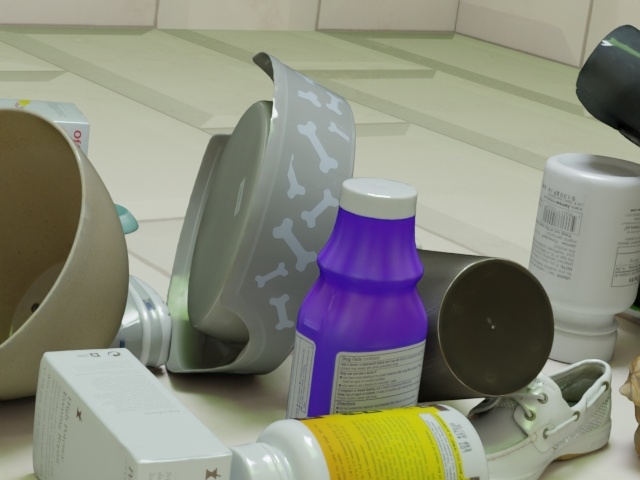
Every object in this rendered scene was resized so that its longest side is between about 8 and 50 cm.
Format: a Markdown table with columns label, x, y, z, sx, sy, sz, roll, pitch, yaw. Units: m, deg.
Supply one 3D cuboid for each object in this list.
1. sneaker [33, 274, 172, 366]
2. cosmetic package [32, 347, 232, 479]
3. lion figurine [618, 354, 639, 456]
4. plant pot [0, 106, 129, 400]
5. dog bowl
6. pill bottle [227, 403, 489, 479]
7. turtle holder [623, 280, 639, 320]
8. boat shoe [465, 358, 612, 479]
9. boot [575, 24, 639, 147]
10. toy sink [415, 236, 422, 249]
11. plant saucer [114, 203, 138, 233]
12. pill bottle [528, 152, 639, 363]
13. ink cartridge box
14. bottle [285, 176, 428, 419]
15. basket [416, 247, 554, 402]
| label | x | y | z | sx | sy | sz | roll | pitch | yaw |
| --- | --- | --- | --- | --- | --- | --- | --- | --- | --- |
| sneaker | -0.269 | 0.053 | 1.665 | 0.115 | 0.105 | 0.281 | -4 | 20 | -34 |
| cosmetic package | -0.158 | 0.181 | 1.253 | 0.085 | 0.117 | 0.231 | -2 | 17 | -27 |
| lion figurine | 0.505 | 0.166 | 1.529 | 0.392 | 0.142 | 0.240 | 5 | 0 | 22 |
| plant pot | -0.296 | 0.041 | 1.490 | 0.284 | 0.284 | 0.191 | 19 | -17 | 35 |
| dog bowl | -0.065 | -0.018 | 1.616 | 0.102 | 0.349 | 0.349 | 16 | 13 | -15 |
| pill bottle | 0.022 | 0.200 | 1.260 | 0.215 | 0.117 | 0.117 | -2 | 18 | -31 |
| turtle holder | 0.456 | -0.006 | 1.966 | 0.227 | 0.243 | 0.320 | -23 | 40 | -30 |
| boat shoe | 0.193 | 0.168 | 1.486 | 0.098 | 0.096 | 0.277 | 20 | 21 | 35 |
| boot | 0.467 | -0.082 | 1.655 | 0.445 | 0.146 | 0.367 | 48 | 3 | 18 |
| toy sink | 0.008 | 0.027 | 1.836 | 0.152 | 0.131 | 0.234 | 3 | 17 | -17 |
| plant saucer | -0.307 | -0.034 | 2.108 | 0.119 | 0.021 | 0.119 | 7 | 15 | -2 |
| pill bottle | 0.311 | 0.022 | 1.807 | 0.131 | 0.229 | 0.131 | 6 | 16 | -2 |
| ink cartridge box | -0.424 | -0.126 | 2.178 | 0.176 | 0.128 | 0.127 | 1 | 17 | -21 |
| bottle | 0.035 | 0.088 | 1.357 | 0.118 | 0.283 | 0.092 | -6 | 21 | -36 |
| basket | 0.112 | 0.083 | 1.494 | 0.204 | 0.154 | 0.227 | -32 | 11 | -25 |
